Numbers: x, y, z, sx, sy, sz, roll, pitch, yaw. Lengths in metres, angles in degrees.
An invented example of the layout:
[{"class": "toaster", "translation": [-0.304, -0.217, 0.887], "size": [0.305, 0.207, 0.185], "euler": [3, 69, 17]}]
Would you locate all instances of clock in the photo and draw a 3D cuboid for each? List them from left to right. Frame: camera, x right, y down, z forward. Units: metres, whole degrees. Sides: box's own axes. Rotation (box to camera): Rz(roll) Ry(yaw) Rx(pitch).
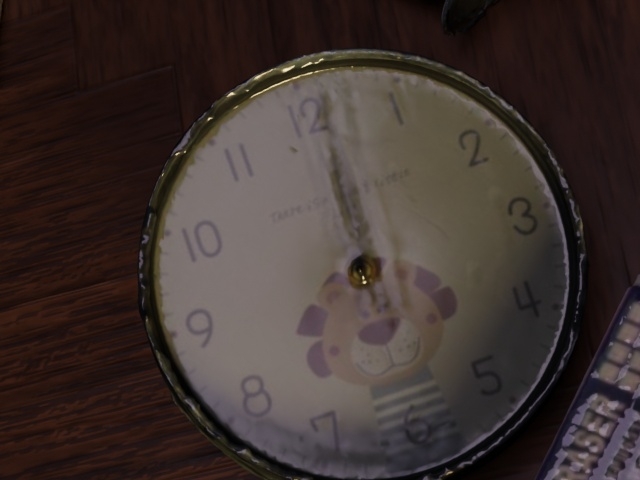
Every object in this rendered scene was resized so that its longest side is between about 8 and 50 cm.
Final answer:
[{"class": "clock", "translation": [0.029, 0.021, 1.138], "size": [0.312, 0.061, 0.313], "euler": [0, 82, 0]}]

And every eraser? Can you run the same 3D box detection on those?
[{"class": "eraser", "translation": [0.200, 0.172, 1.067], "size": [0.124, 0.081, 0.279], "euler": [23, 79, 26]}]

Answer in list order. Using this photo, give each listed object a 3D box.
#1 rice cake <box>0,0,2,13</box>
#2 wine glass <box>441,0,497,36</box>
[{"class": "rice cake", "translation": [-0.323, -0.124, 1.383], "size": [0.106, 0.050, 0.298], "euler": [-1, 70, 19]}, {"class": "wine glass", "translation": [0.061, -0.218, 1.274], "size": [0.155, 0.072, 0.072], "euler": [36, 85, 26]}]
